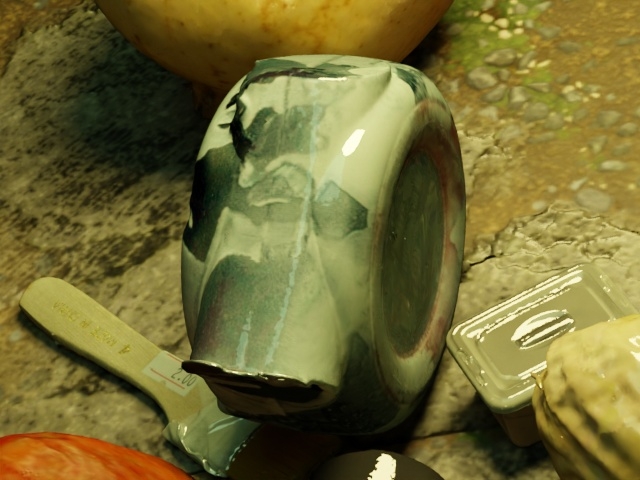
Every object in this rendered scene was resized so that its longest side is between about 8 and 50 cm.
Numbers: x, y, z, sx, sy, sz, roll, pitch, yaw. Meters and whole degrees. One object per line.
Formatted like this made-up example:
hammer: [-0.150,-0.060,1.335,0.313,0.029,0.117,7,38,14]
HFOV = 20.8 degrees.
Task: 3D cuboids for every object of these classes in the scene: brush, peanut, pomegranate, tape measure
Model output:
brush: [-0.122,0.100,1.308,0.336,0.020,0.085,27,60,39]
peanut: [0.263,0.150,1.032,0.149,0.149,0.313,-39,48,-19]
pomegranate: [-0.038,-0.251,1.451,0.342,0.342,0.342,-11,43,10]
tape measure: [0.000,0.000,1.176,0.147,0.275,0.256,6,78,20]

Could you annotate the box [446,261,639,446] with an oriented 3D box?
box: [0.158,0.080,1.192,0.122,0.062,0.089,-27,43,-6]

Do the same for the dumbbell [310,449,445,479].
dumbbell: [0.024,0.230,1.062,0.100,0.100,0.191,-2,45,19]

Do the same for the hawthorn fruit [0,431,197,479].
hawthorn fruit: [-0.156,0.209,1.031,0.224,0.261,0.224,-21,42,20]
